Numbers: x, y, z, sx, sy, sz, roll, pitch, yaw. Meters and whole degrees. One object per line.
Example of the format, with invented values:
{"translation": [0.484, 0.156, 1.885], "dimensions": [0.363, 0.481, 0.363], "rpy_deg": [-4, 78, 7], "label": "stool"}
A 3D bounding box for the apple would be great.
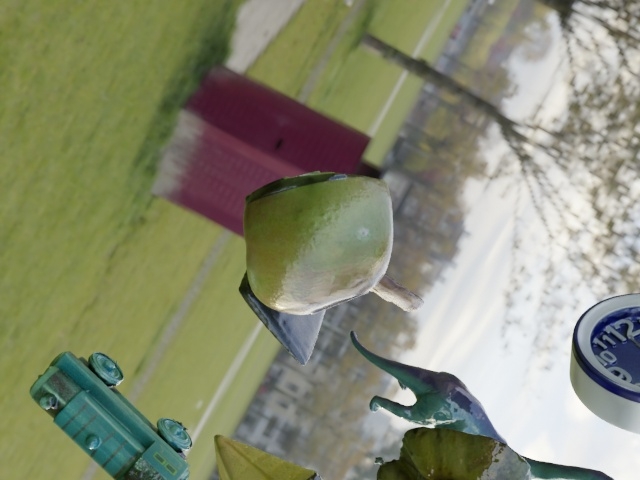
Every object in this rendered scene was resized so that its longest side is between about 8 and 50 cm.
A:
{"translation": [0.000, 0.000, 1.531], "dimensions": [0.174, 0.188, 0.207], "rpy_deg": [-89, 174, -47], "label": "apple"}

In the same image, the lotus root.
{"translation": [0.166, 0.332, 1.533], "dimensions": [0.078, 0.203, 0.183], "rpy_deg": [-69, 159, -57], "label": "lotus root"}

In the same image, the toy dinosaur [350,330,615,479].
{"translation": [0.260, 0.277, 1.924], "dimensions": [0.331, 0.383, 0.129], "rpy_deg": [-15, -155, 40], "label": "toy dinosaur"}

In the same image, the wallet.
{"translation": [-0.054, 0.080, 1.869], "dimensions": [0.052, 0.169, 0.245], "rpy_deg": [-28, -162, 22], "label": "wallet"}

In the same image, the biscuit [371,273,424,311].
{"translation": [0.037, 0.030, 1.756], "dimensions": [0.037, 0.262, 0.262], "rpy_deg": [-56, 179, 1], "label": "biscuit"}

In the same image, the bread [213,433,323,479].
{"translation": [-0.132, 0.463, 2.035], "dimensions": [0.163, 0.264, 0.168], "rpy_deg": [-29, 122, -43], "label": "bread"}

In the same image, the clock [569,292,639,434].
{"translation": [0.457, 0.168, 1.629], "dimensions": [0.230, 0.230, 0.083], "rpy_deg": [-60, 152, -51], "label": "clock"}

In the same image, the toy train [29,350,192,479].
{"translation": [-0.336, 0.304, 1.918], "dimensions": [0.120, 0.298, 0.194], "rpy_deg": [-47, 179, 12], "label": "toy train"}
